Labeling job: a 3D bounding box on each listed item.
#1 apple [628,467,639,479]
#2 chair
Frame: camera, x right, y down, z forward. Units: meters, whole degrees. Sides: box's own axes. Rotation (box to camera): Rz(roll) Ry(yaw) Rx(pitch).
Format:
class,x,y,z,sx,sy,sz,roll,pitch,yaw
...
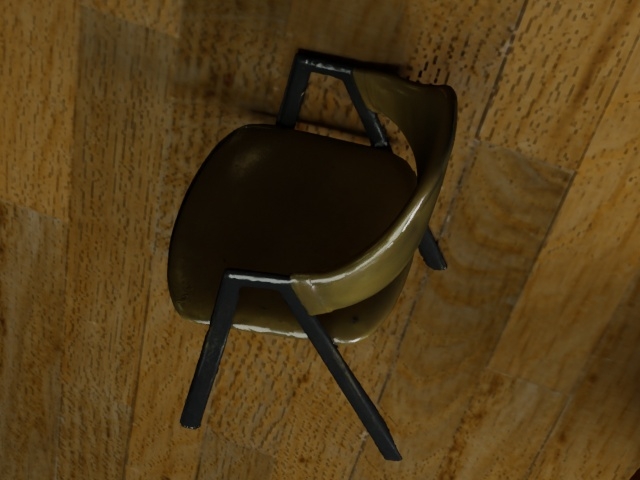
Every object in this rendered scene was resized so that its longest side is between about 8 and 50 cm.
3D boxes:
class,x,y,z,sx,sy,sz,roll,pitch,yaw
apple,0.328,0.230,1.185,0.299,0.299,0.275,33,131,-19
chair,0.000,0.000,1.136,0.172,0.158,0.247,9,147,13
